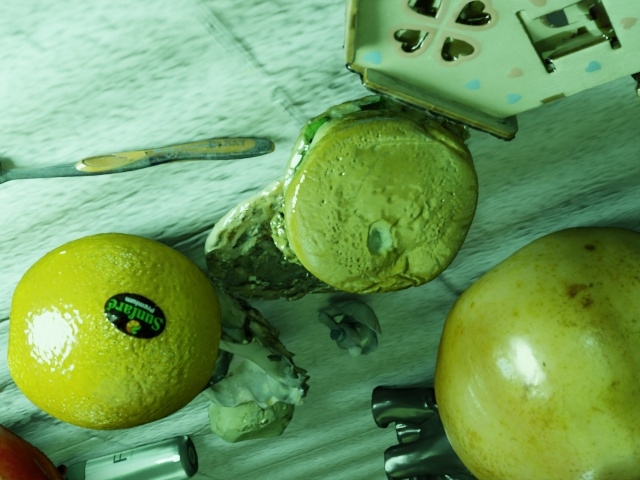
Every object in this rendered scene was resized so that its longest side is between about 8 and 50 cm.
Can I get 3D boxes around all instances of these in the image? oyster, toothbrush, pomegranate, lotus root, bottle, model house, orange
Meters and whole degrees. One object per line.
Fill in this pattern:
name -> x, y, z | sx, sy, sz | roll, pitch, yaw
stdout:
oyster -> -0.136, 0.162, 1.227 | 0.238, 0.114, 0.351 | -6, 144, 7
toothbrush -> -0.205, -0.079, 0.895 | 0.321, 0.023, 0.031 | -5, 151, -10
pomegranate -> 0.361, 0.184, 1.166 | 0.417, 0.416, 0.416 | -9, 148, -5
lotus root -> -0.105, 0.275, 1.443 | 0.143, 0.070, 0.144 | -4, 147, -14
bottle -> -0.342, 0.407, 1.575 | 0.254, 0.079, 0.096 | -17, -174, 6
model house -> 0.130, -0.209, 0.682 | 0.244, 0.169, 0.326 | -20, 142, 24
orange -> -0.228, 0.100, 0.989 | 0.236, 0.236, 0.236 | -9, 148, -5

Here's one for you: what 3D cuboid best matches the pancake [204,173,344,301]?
pancake -> 0.001, 0.001, 1.065 | 0.283, 0.049, 0.282 | -9, 148, -6

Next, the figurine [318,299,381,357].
figurine -> 0.039, 0.122, 1.248 | 0.082, 0.094, 0.086 | -64, 164, 8

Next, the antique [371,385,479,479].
antique -> 0.253, 0.358, 1.567 | 0.255, 0.185, 0.322 | -12, 145, 16

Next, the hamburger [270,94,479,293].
hamburger -> 0.050, -0.051, 0.906 | 0.215, 0.122, 0.189 | -13, 120, -8

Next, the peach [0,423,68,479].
peach -> -0.546, 0.435, 1.323 | 0.353, 0.339, 0.416 | 23, 152, 15
